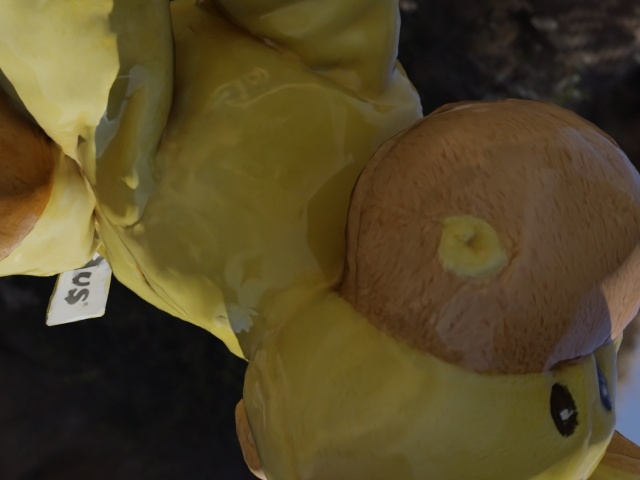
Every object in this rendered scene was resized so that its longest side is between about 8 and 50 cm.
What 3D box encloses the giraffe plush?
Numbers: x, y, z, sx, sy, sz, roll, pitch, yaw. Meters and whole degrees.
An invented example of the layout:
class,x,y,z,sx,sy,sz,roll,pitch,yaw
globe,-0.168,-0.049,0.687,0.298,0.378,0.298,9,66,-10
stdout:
class,x,y,z,sx,sy,sz,roll,pitch,yaw
giraffe plush,0.000,0.000,0.391,0.181,0.170,0.210,-28,147,-27
